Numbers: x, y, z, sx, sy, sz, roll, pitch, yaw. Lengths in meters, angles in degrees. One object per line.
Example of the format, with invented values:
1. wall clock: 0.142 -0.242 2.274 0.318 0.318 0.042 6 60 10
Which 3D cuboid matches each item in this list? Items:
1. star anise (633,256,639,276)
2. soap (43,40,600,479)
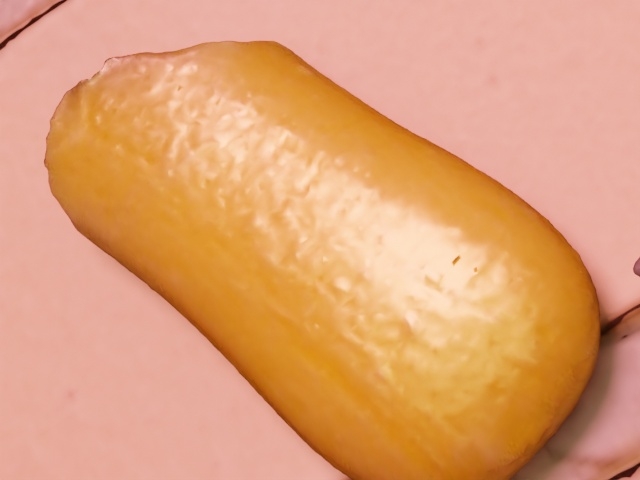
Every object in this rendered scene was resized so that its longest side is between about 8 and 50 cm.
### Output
1. star anise: 0.172 0.023 0.420 0.231 0.089 0.209 -35 59 5
2. soap: 0.000 0.000 0.514 0.168 0.033 0.089 42 94 21
